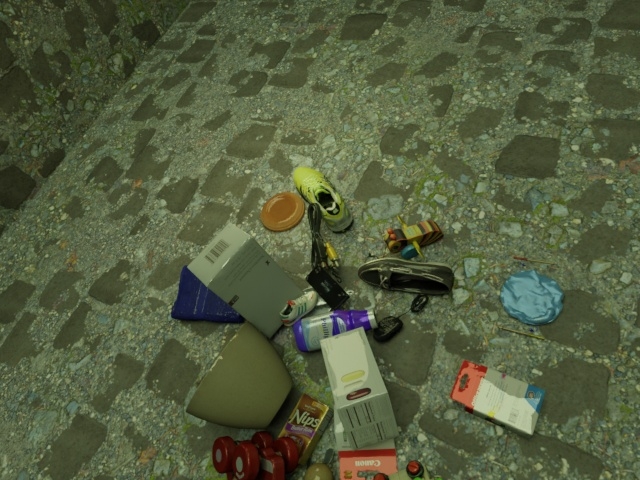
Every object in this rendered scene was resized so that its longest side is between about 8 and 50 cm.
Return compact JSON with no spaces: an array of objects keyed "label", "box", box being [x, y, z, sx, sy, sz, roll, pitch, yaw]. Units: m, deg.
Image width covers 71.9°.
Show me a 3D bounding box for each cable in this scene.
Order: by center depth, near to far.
[{"label":"cable","box":[0.000,0.000,1.703,0.072,0.139,0.286,2,64,-30]}]

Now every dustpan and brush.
[{"label":"dustpan and brush","box":[0.024,0.220,1.600,0.212,0.060,0.147,-14,57,9]}]

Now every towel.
[{"label":"towel","box":[-0.423,0.212,1.743,0.309,0.076,0.227,0,67,17]}]

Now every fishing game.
[{"label":"fishing game","box":[0.686,0.184,1.431,0.189,0.041,0.263,8,70,22]}]

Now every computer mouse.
[{"label":"computer mouse","box":[0.280,0.267,1.511,0.242,0.041,0.071,-35,31,-11]}]

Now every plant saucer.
[{"label":"plant saucer","box":[-0.165,-0.130,1.888,0.200,0.037,0.199,-8,58,13]}]

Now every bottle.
[{"label":"bottle","box":[0.053,0.299,1.510,0.283,0.092,0.118,-15,83,10]}]

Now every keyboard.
[{"label":"keyboard","box":[0.033,0.157,1.586,0.108,0.023,0.180,-47,59,5]}]

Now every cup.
[{"label":"cup","box":[-0.229,0.461,1.411,0.237,0.331,0.331,32,71,2]}]

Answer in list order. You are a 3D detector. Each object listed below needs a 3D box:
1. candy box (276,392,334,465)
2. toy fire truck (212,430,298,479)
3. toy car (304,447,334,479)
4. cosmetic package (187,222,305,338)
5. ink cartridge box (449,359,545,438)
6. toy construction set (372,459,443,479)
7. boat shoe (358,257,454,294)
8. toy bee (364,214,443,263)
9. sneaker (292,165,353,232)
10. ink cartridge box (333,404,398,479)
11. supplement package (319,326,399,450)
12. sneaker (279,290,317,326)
[{"label":"candy box","box":[-0.052,0.592,1.393,0.109,0.053,0.186,17,64,36]},{"label":"toy fire truck","box":[-0.196,0.707,1.284,0.302,0.170,0.253,-17,68,49]},{"label":"toy car","box":[0.005,0.712,1.285,0.155,0.149,0.188,-30,30,13]},{"label":"cosmetic package","box":[-0.240,0.146,1.523,0.217,0.385,0.156,-50,44,-10]},{"label":"ink cartridge box","box":[0.512,0.460,1.291,0.231,0.078,0.134,19,66,26]},{"label":"toy construction set","box":[0.232,0.727,1.171,0.328,0.151,0.215,-12,32,1]},{"label":"boat shoe","box":[0.291,0.130,1.535,0.336,0.112,0.095,0,41,14]},{"label":"toy bee","box":[0.302,0.005,1.586,0.298,0.162,0.195,-42,59,-10]},{"label":"sneaker","box":[0.002,-0.203,1.815,0.145,0.147,0.384,-37,55,-5]},{"label":"ink cartridge box","box":[0.135,0.609,1.334,0.181,0.056,0.224,-9,56,12]},{"label":"supplement package","box":[0.111,0.429,1.301,0.145,0.203,0.261,-18,32,-1]},{"label":"sneaker","box":[-0.078,0.229,1.558,0.161,0.075,0.057,-41,49,-13]}]
